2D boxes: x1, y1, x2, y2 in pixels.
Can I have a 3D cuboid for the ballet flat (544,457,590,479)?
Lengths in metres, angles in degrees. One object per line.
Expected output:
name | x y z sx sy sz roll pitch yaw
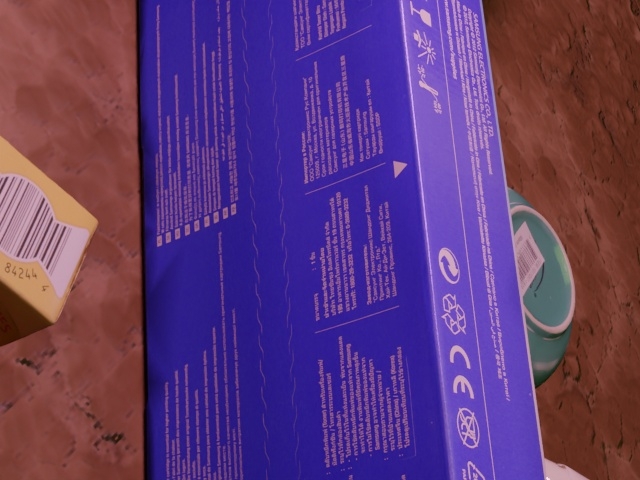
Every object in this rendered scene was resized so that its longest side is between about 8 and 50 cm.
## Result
ballet flat | 0.111 0.159 0.755 0.247 0.083 0.087 0 58 -55

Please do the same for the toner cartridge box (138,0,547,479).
toner cartridge box | 0.000 0.000 0.616 0.075 0.165 0.348 21 57 -46

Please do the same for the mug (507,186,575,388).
mug | 0.084 0.042 0.760 0.129 0.097 0.158 20 57 -46

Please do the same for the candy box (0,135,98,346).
candy box | -0.179 -0.030 0.444 0.186 0.109 0.053 44 43 -31
